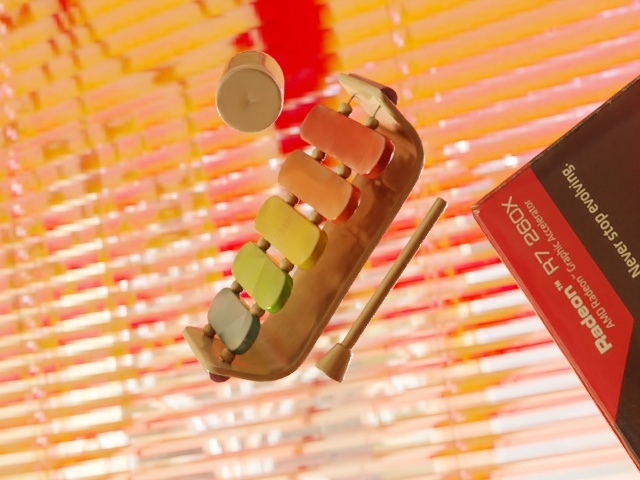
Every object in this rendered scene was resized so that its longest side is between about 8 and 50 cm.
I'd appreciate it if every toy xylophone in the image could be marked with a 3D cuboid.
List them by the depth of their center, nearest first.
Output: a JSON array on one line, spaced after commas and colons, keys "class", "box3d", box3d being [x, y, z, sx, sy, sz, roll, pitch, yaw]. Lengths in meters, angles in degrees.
[{"class": "toy xylophone", "box3d": [0.000, 0.000, 1.228, 0.081, 0.322, 0.236, 30, -4, -24]}]

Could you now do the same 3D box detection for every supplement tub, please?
[{"class": "supplement tub", "box3d": [-0.073, -0.156, 1.376, 0.071, 0.071, 0.107, -9, 17, 2]}]

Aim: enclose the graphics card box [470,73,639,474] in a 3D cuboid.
[{"class": "graphics card box", "box3d": [0.272, -0.027, 0.552, 0.371, 0.232, 0.094, -38, -28, 17]}]
